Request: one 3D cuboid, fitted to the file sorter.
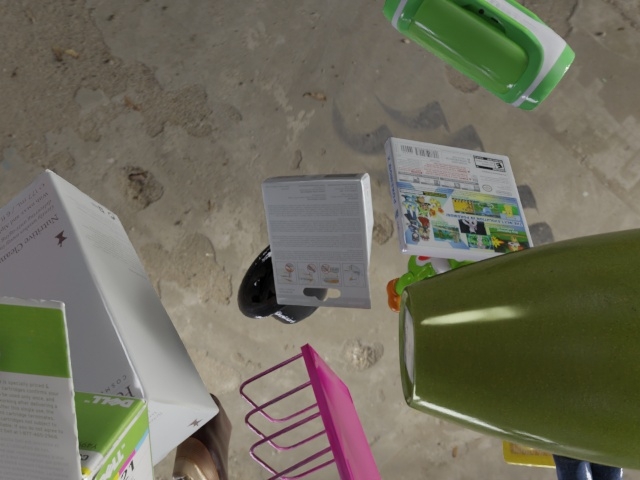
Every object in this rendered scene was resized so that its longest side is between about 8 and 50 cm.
[{"bbox_3d":[-0.022,0.391,0.983,0.182,0.290,0.202,-29,132,5],"label":"file sorter"}]

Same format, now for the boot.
[{"bbox_3d":[-0.209,0.474,1.099,0.090,0.206,0.248,-16,114,16],"label":"boot"}]

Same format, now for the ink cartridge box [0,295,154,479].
[{"bbox_3d":[-0.240,0.139,0.404,0.189,0.097,0.255,4,108,7],"label":"ink cartridge box"}]

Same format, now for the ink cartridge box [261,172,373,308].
[{"bbox_3d":[0.000,0.000,0.930,0.189,0.066,0.232,1,112,22],"label":"ink cartridge box"}]

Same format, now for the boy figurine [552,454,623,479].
[{"bbox_3d":[0.413,0.277,0.829,0.178,0.092,0.284,4,76,0],"label":"boy figurine"}]

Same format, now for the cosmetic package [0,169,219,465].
[{"bbox_3d":[-0.327,0.122,0.678,0.217,0.385,0.156,-40,149,0],"label":"cosmetic package"}]

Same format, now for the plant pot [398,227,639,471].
[{"bbox_3d":[0.243,0.121,0.593,0.294,0.274,0.274,-1,114,2],"label":"plant pot"}]

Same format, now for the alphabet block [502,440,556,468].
[{"bbox_3d":[0.585,0.457,1.296,0.197,0.193,0.192,8,158,-19],"label":"alphabet block"}]

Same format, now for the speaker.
[{"bbox_3d":[0.253,-0.339,0.853,0.297,0.131,0.131,35,111,2],"label":"speaker"}]

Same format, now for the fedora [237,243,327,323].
[{"bbox_3d":[-0.076,0.117,1.496,0.334,0.334,0.152,-30,121,13],"label":"fedora"}]

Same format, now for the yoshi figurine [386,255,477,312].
[{"bbox_3d":[0.338,0.121,1.435,0.203,0.203,0.362,35,145,-3],"label":"yoshi figurine"}]

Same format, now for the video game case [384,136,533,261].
[{"bbox_3d":[0.319,-0.091,1.208,0.329,0.299,0.036,6,150,-16],"label":"video game case"}]
